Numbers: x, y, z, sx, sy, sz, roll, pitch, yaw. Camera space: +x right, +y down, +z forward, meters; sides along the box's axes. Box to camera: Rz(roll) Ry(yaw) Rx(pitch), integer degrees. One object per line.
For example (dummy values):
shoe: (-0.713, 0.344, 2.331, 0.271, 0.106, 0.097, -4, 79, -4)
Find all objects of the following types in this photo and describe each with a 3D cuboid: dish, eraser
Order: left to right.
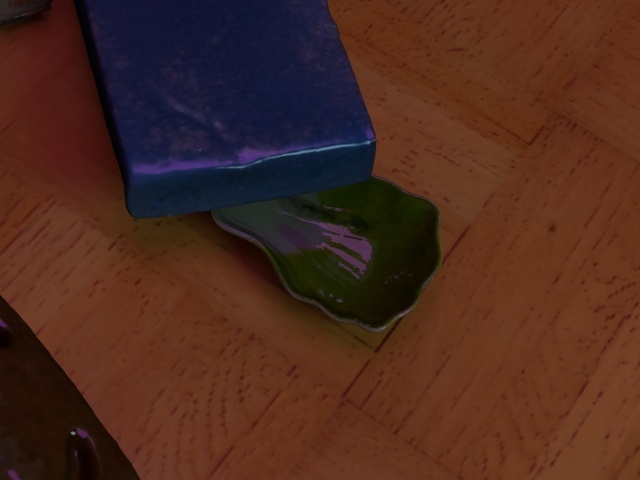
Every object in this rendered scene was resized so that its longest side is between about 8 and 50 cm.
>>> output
eraser: (-0.077, -0.152, 0.891, 0.144, 0.043, 0.312, -9, 55, -14)
dish: (0.000, 0.000, 0.847, 0.137, 0.039, 0.091, 27, 66, 9)

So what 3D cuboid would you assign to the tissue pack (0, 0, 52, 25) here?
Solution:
tissue pack: (-0.246, -0.167, 0.882, 0.148, 0.060, 0.109, -21, 68, -20)

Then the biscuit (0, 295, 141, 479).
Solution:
biscuit: (-0.242, 0.159, 0.700, 0.314, 0.063, 0.367, -31, 71, -25)
